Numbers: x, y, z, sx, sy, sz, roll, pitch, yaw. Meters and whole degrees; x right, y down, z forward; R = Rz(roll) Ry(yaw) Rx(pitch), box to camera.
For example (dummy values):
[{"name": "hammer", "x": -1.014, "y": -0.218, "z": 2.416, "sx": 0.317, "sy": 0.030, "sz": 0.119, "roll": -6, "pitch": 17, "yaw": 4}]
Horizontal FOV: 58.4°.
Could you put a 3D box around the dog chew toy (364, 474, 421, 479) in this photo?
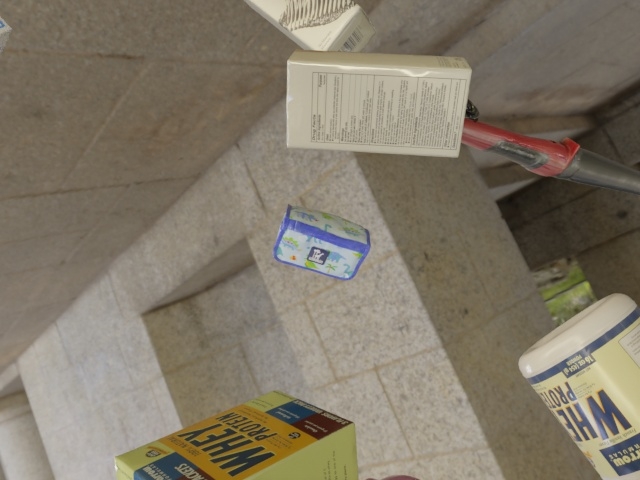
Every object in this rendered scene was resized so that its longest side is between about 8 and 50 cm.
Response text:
[{"name": "dog chew toy", "x": 0.162, "y": 0.404, "z": 0.643, "sx": 0.206, "sy": 0.332, "sz": 0.206, "roll": -34, "pitch": 146, "yaw": -27}]

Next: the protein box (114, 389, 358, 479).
[{"name": "protein box", "x": -0.075, "y": 0.293, "z": 0.584, "sx": 0.201, "sy": 0.200, "sz": 0.136, "roll": -12, "pitch": -168, "yaw": -41}]

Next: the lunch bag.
[{"name": "lunch bag", "x": 0.000, "y": 0.000, "z": 0.846, "sx": 0.129, "sy": 0.096, "sz": 0.151, "roll": 17, "pitch": 172, "yaw": -6}]

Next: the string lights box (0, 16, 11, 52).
[{"name": "string lights box", "x": -0.598, "y": -0.364, "z": 0.815, "sx": 0.077, "sy": 0.259, "sz": 0.133, "roll": -23, "pitch": -157, "yaw": 47}]

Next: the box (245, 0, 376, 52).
[{"name": "box", "x": -0.036, "y": -0.433, "z": 1.062, "sx": 0.113, "sy": 0.275, "sz": 0.094, "roll": -51, "pitch": 156, "yaw": 9}]

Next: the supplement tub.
[{"name": "supplement tub", "x": 0.536, "y": 0.281, "z": 0.997, "sx": 0.235, "sy": 0.325, "sz": 0.235, "roll": -32, "pitch": 163, "yaw": -11}]

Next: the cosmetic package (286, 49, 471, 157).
[{"name": "cosmetic package", "x": 0.036, "y": -0.091, "z": 0.379, "sx": 0.115, "sy": 0.060, "sz": 0.041, "roll": 5, "pitch": -151, "yaw": 3}]

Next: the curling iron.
[{"name": "curling iron", "x": 0.192, "y": -0.081, "z": 0.480, "sx": 0.274, "sy": 0.068, "sz": 0.035, "roll": 15, "pitch": 149, "yaw": -18}]
